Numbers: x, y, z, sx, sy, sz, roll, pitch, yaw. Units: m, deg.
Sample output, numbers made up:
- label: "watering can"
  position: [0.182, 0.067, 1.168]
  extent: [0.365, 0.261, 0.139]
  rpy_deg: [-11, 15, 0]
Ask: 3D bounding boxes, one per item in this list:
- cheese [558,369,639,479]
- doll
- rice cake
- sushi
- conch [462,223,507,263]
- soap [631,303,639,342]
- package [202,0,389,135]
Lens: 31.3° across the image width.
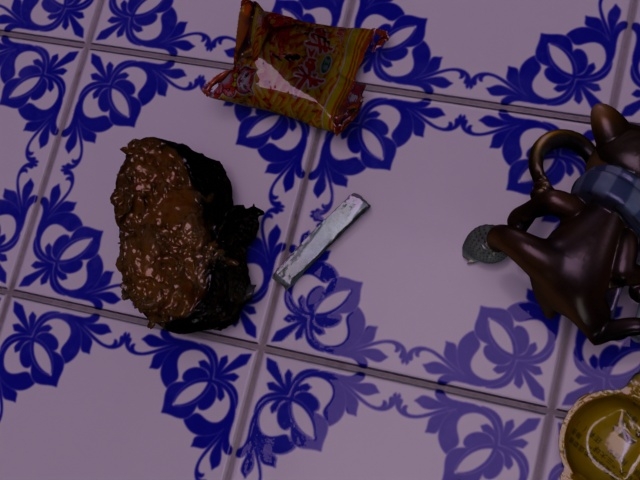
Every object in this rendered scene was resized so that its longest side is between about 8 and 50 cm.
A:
- label: "cheese"
  position: [0.478, 0.288, 1.761]
  extent: [0.177, 0.069, 0.270]
  rpy_deg: [39, 84, 20]
- label: "doll"
  position: [0.428, -0.028, 1.793]
  extent: [0.318, 0.209, 0.340]
  rpy_deg: [30, 80, 20]
- label: "rice cake"
  position: [0.000, 0.000, 1.977]
  extent: [0.211, 0.034, 0.043]
  rpy_deg: [-45, 78, -2]
- label: "sushi"
  position: [-0.227, -0.014, 1.949]
  extent: [0.234, 0.207, 0.349]
  rpy_deg: [-20, 68, 15]
- label: "conch"
  position: [0.274, 0.004, 1.901]
  extent: [0.085, 0.057, 0.076]
  rpy_deg: [-18, 58, 7]
- label: "soap"
  position: [0.571, 0.073, 1.802]
  extent: [0.119, 0.066, 0.198]
  rpy_deg: [13, 78, 19]
- label: "package"
  position: [-0.042, -0.313, 2.044]
  extent: [0.288, 0.108, 0.223]
  rpy_deg: [19, 74, 10]
